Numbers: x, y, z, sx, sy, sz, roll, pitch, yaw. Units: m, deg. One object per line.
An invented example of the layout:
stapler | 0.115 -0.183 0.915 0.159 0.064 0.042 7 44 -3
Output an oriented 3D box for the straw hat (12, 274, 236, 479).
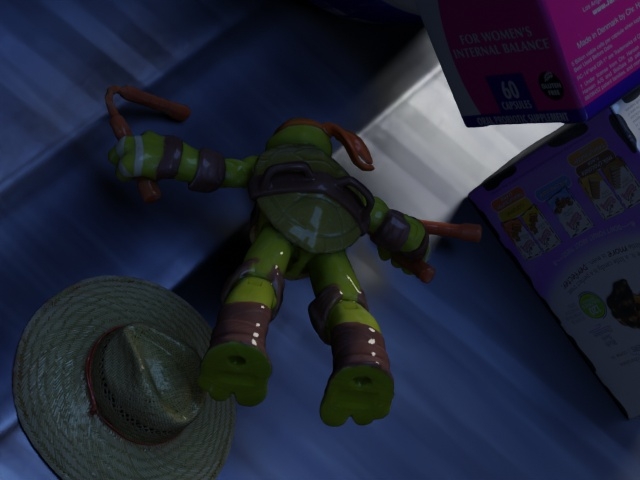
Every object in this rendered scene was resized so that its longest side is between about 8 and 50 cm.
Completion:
straw hat | -0.097 0.079 0.848 0.144 0.061 0.144 10 68 -25

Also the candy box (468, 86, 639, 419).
candy box | 0.214 0.006 0.982 0.070 0.165 0.196 -36 91 -32

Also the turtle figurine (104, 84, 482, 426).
turtle figurine | 0.000 0.000 0.880 0.269 0.087 0.217 22 43 -24

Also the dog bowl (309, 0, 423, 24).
dog bowl | 0.064 -0.277 0.994 0.265 0.104 0.265 -1 92 -36

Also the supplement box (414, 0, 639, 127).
supplement box | 0.119 -0.189 0.903 0.114 0.111 0.220 -33 109 -29
